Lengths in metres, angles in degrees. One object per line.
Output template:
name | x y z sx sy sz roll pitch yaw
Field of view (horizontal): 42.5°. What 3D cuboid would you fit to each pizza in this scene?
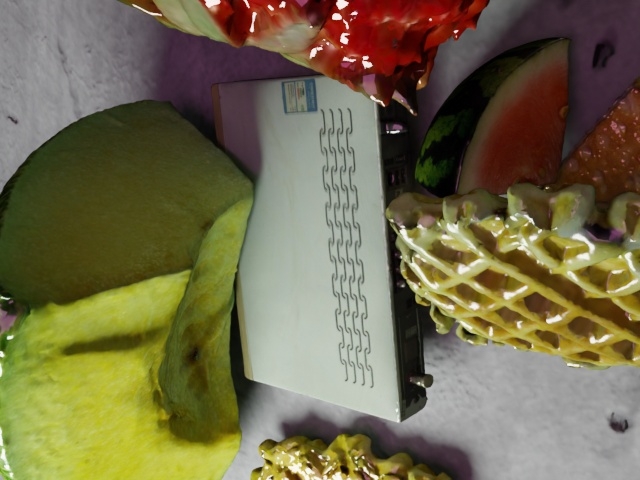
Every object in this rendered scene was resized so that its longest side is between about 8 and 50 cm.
pizza | 0.195 -0.045 0.554 0.108 0.026 0.123 -6 104 44

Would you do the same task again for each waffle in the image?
waffle | 0.034 0.294 0.746 0.245 0.052 0.254 -1 102 36
waffle | 0.153 0.031 0.519 0.207 0.054 0.214 8 153 27

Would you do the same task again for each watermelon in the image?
watermelon | 0.130 -0.075 0.555 0.094 0.125 0.135 40 106 -1

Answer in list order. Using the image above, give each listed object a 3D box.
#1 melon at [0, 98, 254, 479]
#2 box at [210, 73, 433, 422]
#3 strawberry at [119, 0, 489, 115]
melon | -0.159 0.095 0.696 0.226 0.331 0.344 13 122 -9
box | 0.000 0.000 0.673 0.210 0.045 0.270 4 106 43
strawberry | 0.000 -0.269 0.463 0.292 0.292 0.344 25 114 26
